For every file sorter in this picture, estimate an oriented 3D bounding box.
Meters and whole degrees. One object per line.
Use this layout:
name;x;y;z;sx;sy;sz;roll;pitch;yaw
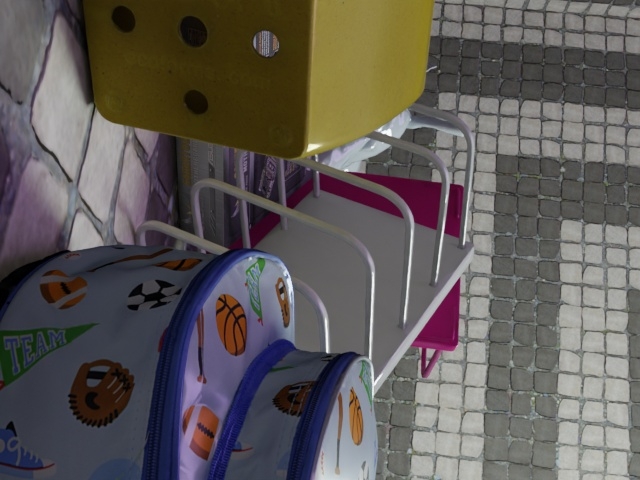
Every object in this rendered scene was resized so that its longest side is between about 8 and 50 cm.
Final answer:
file sorter;0.009;0.046;1.005;0.182;0.290;0.202;96;1;-63
file sorter;0.000;0.000;0.743;0.278;0.193;0.173;-46;147;-40

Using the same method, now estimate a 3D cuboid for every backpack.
backpack;-0.076;0.131;0.450;0.276;0.213;0.263;-40;125;-82

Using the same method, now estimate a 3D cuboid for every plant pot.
plant pot;-0.044;-0.167;0.542;0.187;0.212;0.212;-60;159;-51

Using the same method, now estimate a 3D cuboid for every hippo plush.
hippo plush;0.000;-0.173;1.222;0.234;0.294;0.236;66;-23;9

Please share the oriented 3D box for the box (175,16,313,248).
box;-0.066;-0.132;0.811;0.183;0.056;0.231;-43;145;-47
